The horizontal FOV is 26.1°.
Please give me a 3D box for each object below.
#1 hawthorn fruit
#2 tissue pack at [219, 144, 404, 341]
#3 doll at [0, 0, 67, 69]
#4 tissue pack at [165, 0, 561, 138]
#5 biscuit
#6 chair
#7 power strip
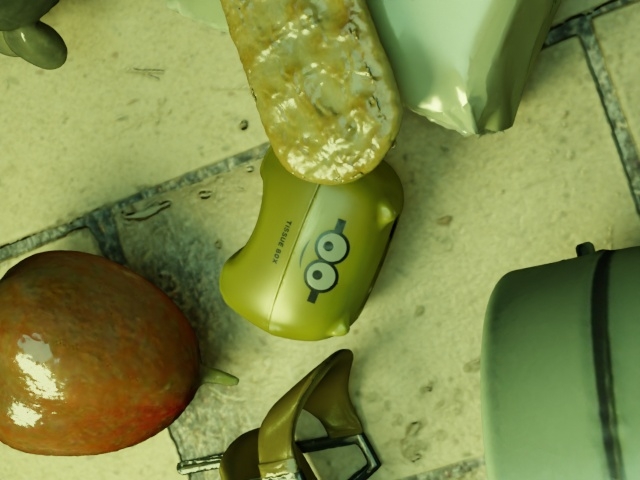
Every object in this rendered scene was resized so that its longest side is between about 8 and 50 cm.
[{"bbox_3d":[-0.200,0.115,1.288,0.251,0.199,0.199,11,101,5],"label":"hawthorn fruit"},{"bbox_3d":[0.000,0.000,1.217,0.127,0.123,0.178,26,105,16],"label":"tissue pack"},{"bbox_3d":[-0.286,-0.350,1.163,0.252,0.378,0.382,34,104,31],"label":"doll"},{"bbox_3d":[0.083,-0.303,1.101,0.297,0.207,0.380,24,105,16],"label":"tissue pack"},{"bbox_3d":[-0.017,-0.161,1.033,0.118,0.029,0.247,-21,89,26],"label":"biscuit"},{"bbox_3d":[-0.045,0.226,1.246,0.247,0.158,0.172,-28,84,23],"label":"chair"},{"bbox_3d":[0.243,0.160,1.038,0.161,0.357,0.357,-12,92,21],"label":"power strip"}]
